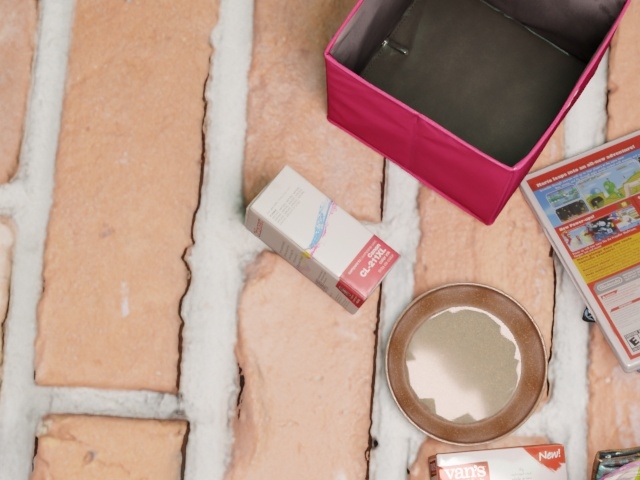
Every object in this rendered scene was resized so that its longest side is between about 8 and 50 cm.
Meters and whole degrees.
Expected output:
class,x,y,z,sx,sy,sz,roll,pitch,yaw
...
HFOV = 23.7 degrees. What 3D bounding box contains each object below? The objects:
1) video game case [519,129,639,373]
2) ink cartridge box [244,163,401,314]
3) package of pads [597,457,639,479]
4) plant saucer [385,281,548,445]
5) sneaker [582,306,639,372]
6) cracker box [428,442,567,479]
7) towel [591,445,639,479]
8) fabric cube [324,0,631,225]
class,x,y,z,sx,sy,sz,roll,pitch,yaw
video game case,0.393,0.003,1.841,0.204,0.025,0.285,-22,61,-7
ink cartridge box,0.000,0.000,1.814,0.175,0.127,0.072,39,79,3
package of pads,0.304,0.394,1.642,0.296,0.101,0.229,-40,88,24
plant saucer,0.175,0.150,1.848,0.199,0.036,0.198,1,80,-3
sneaker,0.358,0.093,1.865,0.073,0.063,0.162,-25,74,2
cracker box,0.217,0.361,1.792,0.156,0.067,0.232,-4,79,-6
towel,0.485,0.322,1.751,0.370,0.271,0.040,-5,39,-5
fabric cube,0.175,-0.207,1.784,0.259,0.258,0.254,33,79,8
